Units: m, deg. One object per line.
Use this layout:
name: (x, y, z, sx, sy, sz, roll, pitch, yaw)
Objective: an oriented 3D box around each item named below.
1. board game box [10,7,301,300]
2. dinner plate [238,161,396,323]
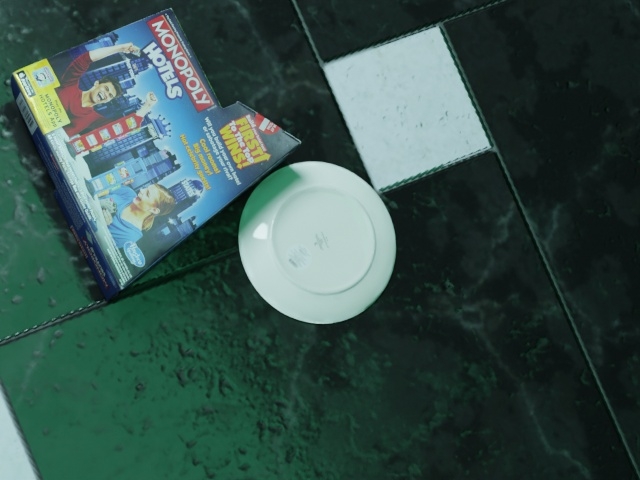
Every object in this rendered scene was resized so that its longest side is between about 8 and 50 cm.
board game box: (-0.126, -0.080, 1.296, 0.194, 0.060, 0.194, -25, 87, -22)
dinner plate: (0.000, 0.000, 1.344, 0.141, 0.017, 0.141, 3, 78, -16)
